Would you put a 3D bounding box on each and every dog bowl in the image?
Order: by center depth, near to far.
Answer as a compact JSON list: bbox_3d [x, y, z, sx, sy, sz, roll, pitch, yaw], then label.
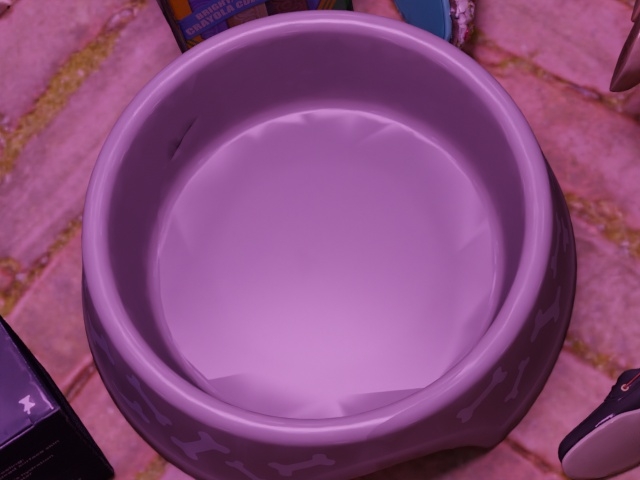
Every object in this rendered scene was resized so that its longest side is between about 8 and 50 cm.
[{"bbox_3d":[0.000,0.000,1.025,0.349,0.102,0.349,-2,68,4],"label":"dog bowl"}]

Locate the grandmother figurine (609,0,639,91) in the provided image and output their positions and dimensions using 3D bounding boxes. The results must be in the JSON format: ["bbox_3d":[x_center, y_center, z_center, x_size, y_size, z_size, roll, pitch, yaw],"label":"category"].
[{"bbox_3d":[0.368,-0.086,1.000,0.342,0.104,0.208,19,73,3],"label":"grandmother figurine"}]

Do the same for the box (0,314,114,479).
[{"bbox_3d":[-0.232,0.137,0.960,0.156,0.158,0.093,-34,69,-9],"label":"box"}]

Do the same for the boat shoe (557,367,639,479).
[{"bbox_3d":[0.209,0.108,0.994,0.133,0.049,0.042,-34,41,-1],"label":"boat shoe"}]

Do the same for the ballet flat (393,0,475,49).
[{"bbox_3d":[0.067,-0.246,1.133,0.077,0.091,0.241,-19,69,-27],"label":"ballet flat"}]

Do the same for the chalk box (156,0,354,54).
[{"bbox_3d":[-0.068,-0.233,1.065,0.132,0.213,0.132,-24,68,-4],"label":"chalk box"}]
